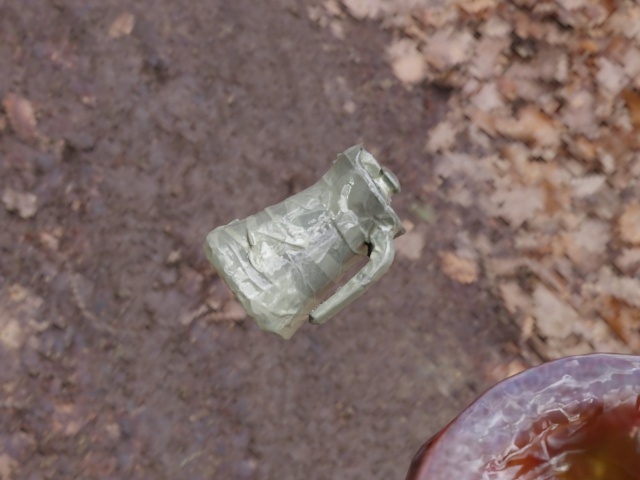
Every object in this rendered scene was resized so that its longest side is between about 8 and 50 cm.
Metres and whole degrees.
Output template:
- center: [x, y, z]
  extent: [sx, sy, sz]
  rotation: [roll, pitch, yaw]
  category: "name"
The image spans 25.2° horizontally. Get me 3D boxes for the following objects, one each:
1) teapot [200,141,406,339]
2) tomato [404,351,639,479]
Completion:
- center: [0.000, 0.000, 0.599]
  extent: [0.067, 0.083, 0.057]
  rotation: [51, 1, 37]
  category: "teapot"
- center: [0.122, 0.166, 0.543]
  extent: [0.199, 0.228, 0.112]
  rotation: [15, -11, 28]
  category: "tomato"
